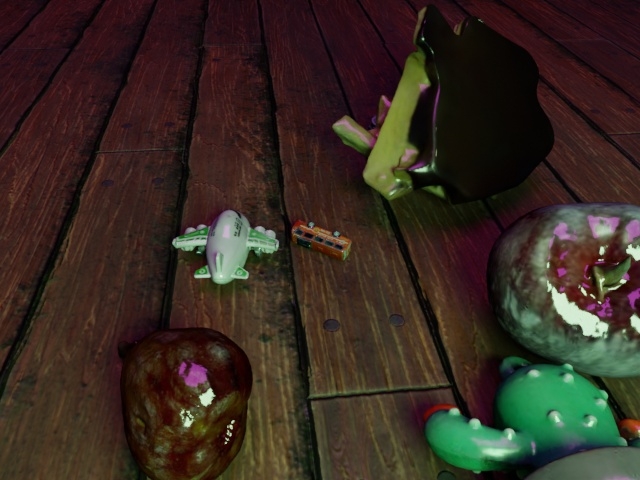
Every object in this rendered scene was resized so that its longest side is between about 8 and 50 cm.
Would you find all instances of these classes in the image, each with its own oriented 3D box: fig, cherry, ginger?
[{"bbox_3d":[-0.182,0.169,0.637,0.145,0.170,0.274,-6,16,-39],"label":"fig"},{"bbox_3d":[0.347,0.061,0.685,0.255,0.218,0.296,9,-4,17],"label":"cherry"},{"bbox_3d":[0.238,-0.242,1.032,0.413,0.358,0.211,-13,6,-31],"label":"ginger"}]

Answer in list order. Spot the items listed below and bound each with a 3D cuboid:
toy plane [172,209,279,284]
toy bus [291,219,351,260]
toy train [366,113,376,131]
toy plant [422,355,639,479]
[{"bbox_3d":[-0.154,0.007,0.872,0.174,0.080,0.174,1,37,-1],"label":"toy plane"},{"bbox_3d":[0.000,0.000,0.924,0.110,0.031,0.043,20,49,20],"label":"toy bus"},{"bbox_3d":[0.197,-0.229,1.174,0.200,0.083,0.132,-16,46,-19],"label":"toy train"},{"bbox_3d":[0.253,0.252,0.518,0.279,0.185,0.400,-13,29,11],"label":"toy plant"}]
